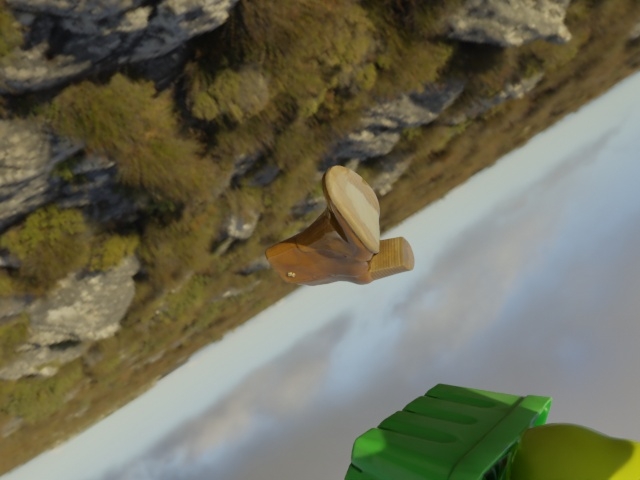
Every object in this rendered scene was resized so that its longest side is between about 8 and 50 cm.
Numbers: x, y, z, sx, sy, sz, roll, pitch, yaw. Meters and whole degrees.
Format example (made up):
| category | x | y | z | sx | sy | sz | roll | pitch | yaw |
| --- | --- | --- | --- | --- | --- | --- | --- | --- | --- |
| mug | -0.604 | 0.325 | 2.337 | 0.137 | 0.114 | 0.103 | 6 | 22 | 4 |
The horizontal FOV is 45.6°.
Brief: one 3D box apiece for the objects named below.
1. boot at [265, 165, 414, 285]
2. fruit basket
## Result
| category | x | y | z | sx | sy | sz | roll | pitch | yaw |
| --- | --- | --- | --- | --- | --- | --- | --- | --- | --- |
| boot | 0.000 | -0.001 | 1.184 | 0.211 | 0.104 | 0.295 | -12 | 148 | 25 |
| fruit basket | 0.246 | 0.338 | 0.963 | 0.392 | 0.392 | 0.282 | -27 | 132 | -71 |
